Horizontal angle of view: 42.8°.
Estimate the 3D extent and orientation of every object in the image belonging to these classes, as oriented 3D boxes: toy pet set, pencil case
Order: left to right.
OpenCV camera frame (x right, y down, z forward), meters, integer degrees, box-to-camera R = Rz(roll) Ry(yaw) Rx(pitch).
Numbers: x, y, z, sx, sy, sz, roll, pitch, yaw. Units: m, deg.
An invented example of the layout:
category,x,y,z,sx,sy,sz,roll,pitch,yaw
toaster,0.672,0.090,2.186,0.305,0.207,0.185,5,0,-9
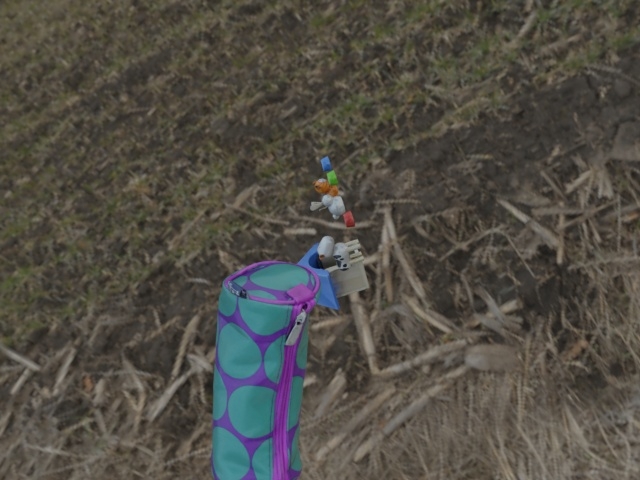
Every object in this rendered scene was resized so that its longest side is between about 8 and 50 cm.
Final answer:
category,x,y,z,sx,sy,sz,roll,pitch,yaw
pencil case,-0.038,0.093,0.548,0.070,0.065,0.151,26,116,49
toy pet set,0.000,0.000,0.792,0.065,0.114,0.122,-17,33,-1
